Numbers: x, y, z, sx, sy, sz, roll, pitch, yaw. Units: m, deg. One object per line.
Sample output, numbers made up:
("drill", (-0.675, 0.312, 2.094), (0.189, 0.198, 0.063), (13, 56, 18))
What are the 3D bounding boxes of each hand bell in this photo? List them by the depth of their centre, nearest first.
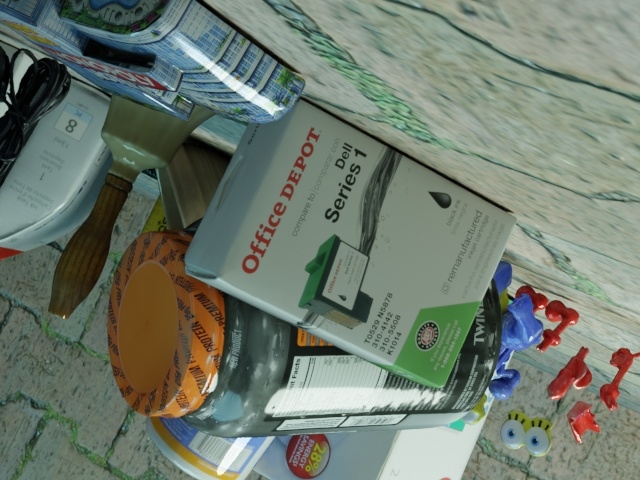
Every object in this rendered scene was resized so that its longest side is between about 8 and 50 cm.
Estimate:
("hand bell", (-0.185, -0.043, 1.173), (0.126, 0.242, 0.126), (25, 177, 2))

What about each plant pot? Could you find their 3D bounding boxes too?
("plant pot", (-0.136, -0.029, 1.690), (0.109, 0.237, 0.237), (-16, -176, -11))

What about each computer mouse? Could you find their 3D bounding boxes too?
("computer mouse", (-0.439, -0.187, 1.473), (0.272, 0.188, 0.072), (35, 152, -8))

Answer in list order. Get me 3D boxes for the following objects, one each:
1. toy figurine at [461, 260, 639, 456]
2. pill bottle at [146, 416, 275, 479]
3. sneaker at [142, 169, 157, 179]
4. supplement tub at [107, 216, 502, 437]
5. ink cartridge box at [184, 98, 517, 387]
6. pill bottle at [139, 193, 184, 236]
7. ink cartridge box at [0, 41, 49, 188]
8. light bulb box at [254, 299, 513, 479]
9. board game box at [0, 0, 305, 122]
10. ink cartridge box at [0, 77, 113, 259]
("toy figurine", (0.160, 0.052, 1.433), (0.362, 0.191, 0.217), (24, 147, 46))
("pill bottle", (-0.087, 0.162, 1.646), (0.152, 0.272, 0.152), (34, -170, -7))
("sneaker", (-0.256, -0.121, 2.031), (0.089, 0.051, 0.170), (24, -179, 14))
("supplement tub", (-0.013, 0.079, 1.230), (0.338, 0.207, 0.207), (4, -171, -35))
("ink cartridge box", (0.024, 0.003, 1.064), (0.219, 0.160, 0.092), (26, 174, -21))
("pill bottle", (-0.190, -0.026, 1.853), (0.103, 0.184, 0.103), (25, 176, 2))
("ink cartridge box", (-0.505, -0.124, 1.638), (0.226, 0.306, 0.131), (24, 175, 11))
("light bulb box", (0.034, 0.171, 1.804), (0.361, 0.358, 0.225), (22, 178, 35))
("board game box", (-0.142, -0.144, 0.897), (0.194, 0.060, 0.194), (22, 176, 40))
("ink cartridge box", (-0.380, -0.013, 1.737), (0.091, 0.385, 0.308), (28, 176, -4))
